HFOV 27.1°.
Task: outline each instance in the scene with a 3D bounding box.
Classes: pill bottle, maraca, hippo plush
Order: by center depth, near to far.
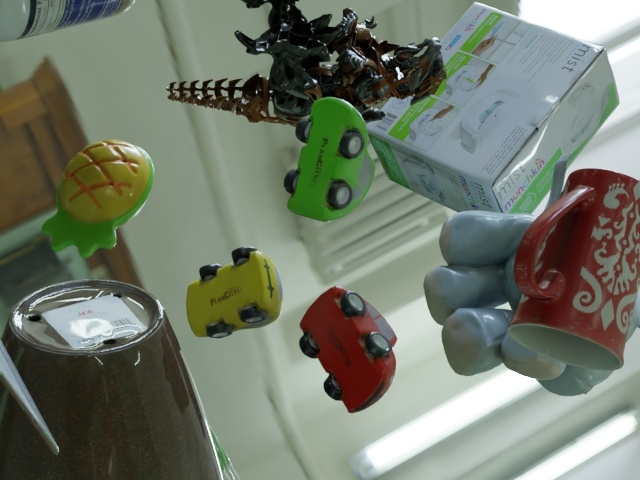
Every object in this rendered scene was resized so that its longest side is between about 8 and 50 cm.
[{"bbox_3d":[0.283,0.063,1.653,0.234,0.294,0.236,25,-6,40],"label":"hippo plush"},{"bbox_3d":[-0.375,-0.340,1.701,0.153,0.264,0.153,23,-57,40],"label":"pill bottle"},{"bbox_3d":[-0.291,-0.057,1.740,0.127,0.186,0.099,11,-33,20],"label":"maraca"}]

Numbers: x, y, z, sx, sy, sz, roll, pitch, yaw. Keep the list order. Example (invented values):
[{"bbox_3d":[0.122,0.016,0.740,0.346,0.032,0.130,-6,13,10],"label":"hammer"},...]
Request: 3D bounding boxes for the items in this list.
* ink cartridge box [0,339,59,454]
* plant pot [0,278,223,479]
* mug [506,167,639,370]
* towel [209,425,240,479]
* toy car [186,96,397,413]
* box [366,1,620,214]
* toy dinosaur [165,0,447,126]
[{"bbox_3d":[-0.259,-0.046,0.536,0.309,0.130,0.272,51,-12,40],"label":"ink cartridge box"},{"bbox_3d":[-0.165,0.153,0.967,0.215,0.215,0.231,-135,-138,-53],"label":"plant pot"},{"bbox_3d":[0.253,0.019,1.248,0.113,0.169,0.150,16,-17,19],"label":"mug"},{"bbox_3d":[-0.193,0.334,1.477,0.038,0.247,0.325,49,-15,56],"label":"towel"},{"bbox_3d":[0.000,0.000,1.060,0.239,0.053,0.225,19,-83,44],"label":"toy car"},{"bbox_3d":[0.236,-0.172,1.814,0.231,0.262,0.127,28,-20,36],"label":"box"},{"bbox_3d":[-0.015,-0.200,1.587,0.164,0.321,0.218,58,-11,38],"label":"toy dinosaur"}]
